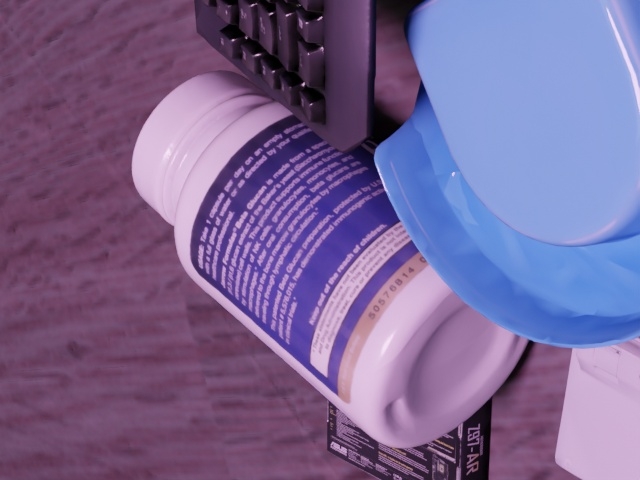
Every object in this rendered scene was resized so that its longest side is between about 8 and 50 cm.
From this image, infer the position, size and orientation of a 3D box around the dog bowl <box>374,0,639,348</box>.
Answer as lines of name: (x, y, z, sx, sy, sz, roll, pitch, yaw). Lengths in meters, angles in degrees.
dog bowl: (0.072, -0.113, 0.653, 0.166, 0.074, 0.297, -24, 86, 51)

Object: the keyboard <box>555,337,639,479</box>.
keyboard: (0.183, 0.106, 0.664, 0.256, 0.014, 0.072, 30, 131, 40)

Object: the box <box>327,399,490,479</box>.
box: (0.037, 0.075, 0.815, 0.083, 0.018, 0.067, 22, 121, 43)

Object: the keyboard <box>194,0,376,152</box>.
keyboard: (-0.039, -0.200, 0.639, 0.201, 0.033, 0.317, 48, 149, 43)

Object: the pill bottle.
pill bottle: (0.000, 0.000, 0.767, 0.169, 0.094, 0.094, 39, 132, 33)
